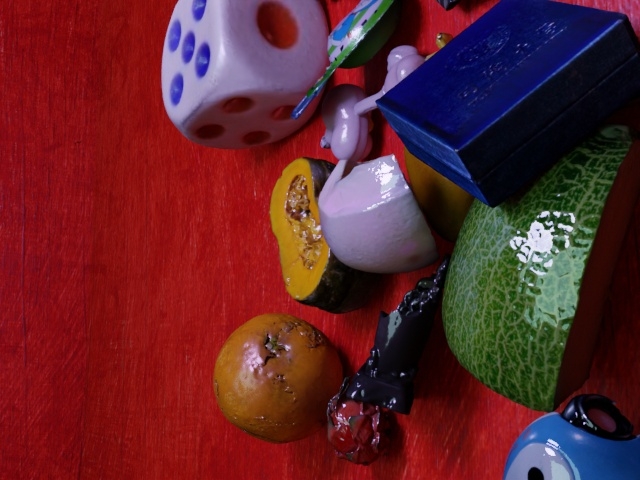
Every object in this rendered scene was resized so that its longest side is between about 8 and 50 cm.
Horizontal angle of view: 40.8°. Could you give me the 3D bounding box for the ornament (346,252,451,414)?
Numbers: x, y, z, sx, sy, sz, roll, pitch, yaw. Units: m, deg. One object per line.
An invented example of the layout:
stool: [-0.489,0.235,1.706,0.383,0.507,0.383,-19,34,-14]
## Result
ornament: [0.140,0.137,1.378,0.251,0.106,0.260,35,-104,-83]

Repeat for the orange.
orange: [-0.079,0.263,1.624,0.246,0.246,0.246,-14,73,56]

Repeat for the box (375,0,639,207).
box: [0.244,-0.199,1.146,0.261,0.116,0.279,-38,28,-1]

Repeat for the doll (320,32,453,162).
doll: [0.105,-0.246,1.552,0.365,0.094,0.160,-28,65,52]

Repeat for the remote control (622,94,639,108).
remote control: [0.437,-0.210,1.087,0.212,0.028,0.059,-10,73,56]

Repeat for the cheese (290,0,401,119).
cheese: [0.049,-0.351,1.579,0.320,0.083,0.204,-50,13,3]

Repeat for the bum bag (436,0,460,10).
bum bag: [0.254,-0.534,1.366,0.144,0.095,0.340,-124,49,-65]

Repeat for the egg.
egg: [0.082,-0.028,1.389,0.206,0.162,0.271,63,-175,-12]

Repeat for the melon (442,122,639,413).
melon: [0.298,0.010,1.132,0.331,0.226,0.343,-106,19,-74]

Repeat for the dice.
dice: [-0.164,-0.386,1.832,0.304,0.277,0.304,-29,63,51]

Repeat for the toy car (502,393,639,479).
toy car: [0.328,0.312,0.972,0.255,0.190,0.188,31,122,11]

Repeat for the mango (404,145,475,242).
mango: [0.205,-0.111,1.349,0.151,0.120,0.221,138,123,-62]

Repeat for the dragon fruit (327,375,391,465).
dragon fruit: [0.067,0.320,1.497,0.142,0.121,0.130,51,122,44]

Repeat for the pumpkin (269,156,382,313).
pumpkin: [0.000,0.000,1.622,0.221,0.139,0.317,-57,39,38]
